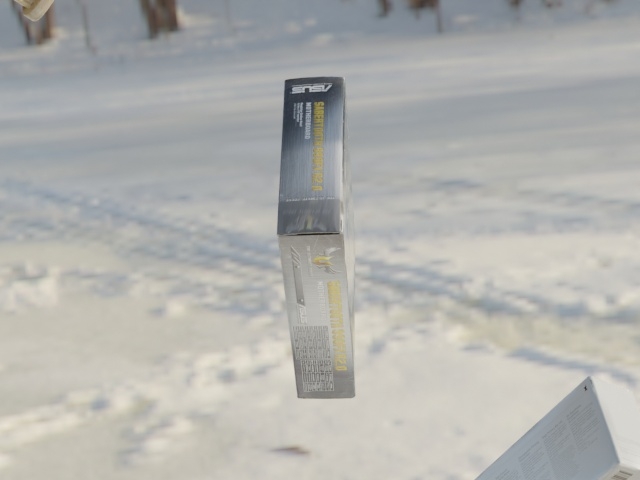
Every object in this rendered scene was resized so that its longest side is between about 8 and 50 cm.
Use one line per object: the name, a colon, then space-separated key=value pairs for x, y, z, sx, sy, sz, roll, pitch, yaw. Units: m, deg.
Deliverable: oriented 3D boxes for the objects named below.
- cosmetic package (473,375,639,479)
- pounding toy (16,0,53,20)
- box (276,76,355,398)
cosmetic package: x=0.194 y=0.233 z=1.504 sx=0.060 sy=0.239 sz=0.099 roll=20 pitch=39 yaw=-32
pounding toy: x=-0.361 y=-0.359 z=1.779 sx=0.154 sy=0.269 sz=0.155 roll=-39 pitch=-44 yaw=20
box: x=0.000 y=0.000 z=1.486 sx=0.056 sy=0.231 sz=0.183 roll=-2 pitch=49 yaw=3
